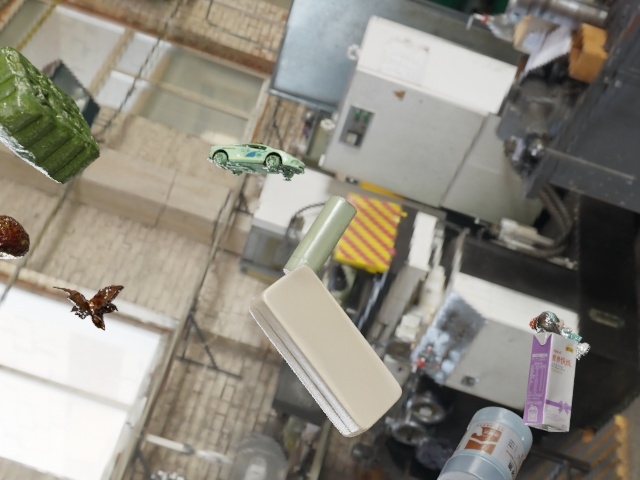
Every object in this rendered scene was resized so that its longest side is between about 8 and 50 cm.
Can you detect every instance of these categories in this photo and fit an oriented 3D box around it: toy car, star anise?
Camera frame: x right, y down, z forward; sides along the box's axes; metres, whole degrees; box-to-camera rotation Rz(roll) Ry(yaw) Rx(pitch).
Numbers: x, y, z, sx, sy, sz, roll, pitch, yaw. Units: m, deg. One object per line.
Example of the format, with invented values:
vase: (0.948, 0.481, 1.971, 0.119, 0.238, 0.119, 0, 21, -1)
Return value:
toy car: (-0.113, -0.148, 1.572, 0.093, 0.186, 0.058, 33, -115, -66)
star anise: (-0.592, 0.144, 2.199, 0.144, 0.141, 0.158, 58, 138, 41)

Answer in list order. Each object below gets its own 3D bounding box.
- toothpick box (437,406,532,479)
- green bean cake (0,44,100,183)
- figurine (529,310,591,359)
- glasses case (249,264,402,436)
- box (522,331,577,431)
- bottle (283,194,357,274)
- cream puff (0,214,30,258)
toothpick box: (0.246, 0.333, 1.291, 0.153, 0.101, 0.101, -45, -20, -49)
green bean cake: (-0.563, -0.249, 1.695, 0.125, 0.222, 0.248, -39, -35, 8)
figurine: (0.420, 0.167, 1.520, 0.047, 0.106, 0.060, -49, -7, -21)
glasses case: (0.011, 0.218, 1.719, 0.144, 0.336, 0.076, -35, -3, -37)
box: (0.285, 0.175, 1.071, 0.036, 0.051, 0.117, -13, 63, 56)
bottle: (0.000, 0.000, 1.896, 0.201, 0.072, 0.072, -57, -2, -15)
cream puff: (-0.662, -0.011, 1.746, 0.149, 0.149, 0.084, 118, 159, -77)
